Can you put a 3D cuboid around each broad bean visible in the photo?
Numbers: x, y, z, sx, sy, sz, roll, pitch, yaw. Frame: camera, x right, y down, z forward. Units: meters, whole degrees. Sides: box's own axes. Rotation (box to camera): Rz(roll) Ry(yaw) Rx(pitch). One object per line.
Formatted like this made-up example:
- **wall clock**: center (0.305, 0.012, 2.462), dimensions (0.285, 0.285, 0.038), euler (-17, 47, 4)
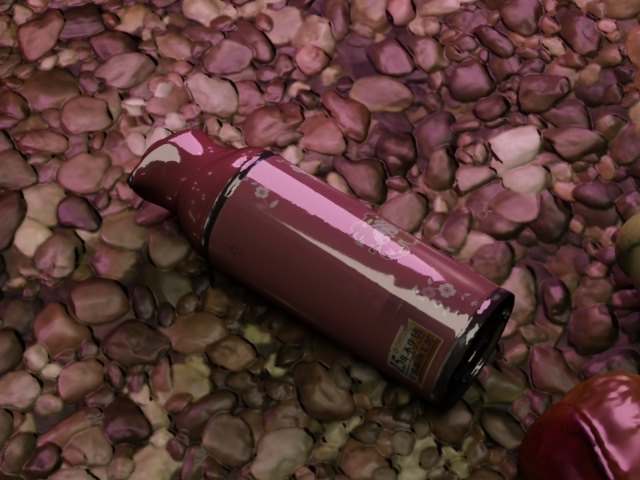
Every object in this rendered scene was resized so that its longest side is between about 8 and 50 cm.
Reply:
- **broad bean**: center (0.214, 0.207, 1.153), dimensions (0.122, 0.156, 0.228), euler (34, 47, -29)

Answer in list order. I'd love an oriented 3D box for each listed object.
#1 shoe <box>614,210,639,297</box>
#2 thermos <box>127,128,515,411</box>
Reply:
- **shoe**: center (0.319, 0.083, 1.212), dimensions (0.128, 0.140, 0.262), euler (-32, 70, -29)
- **thermos**: center (-0.002, -0.002, 1.280), dimensions (0.330, 0.109, 0.136), euler (31, 64, 17)
